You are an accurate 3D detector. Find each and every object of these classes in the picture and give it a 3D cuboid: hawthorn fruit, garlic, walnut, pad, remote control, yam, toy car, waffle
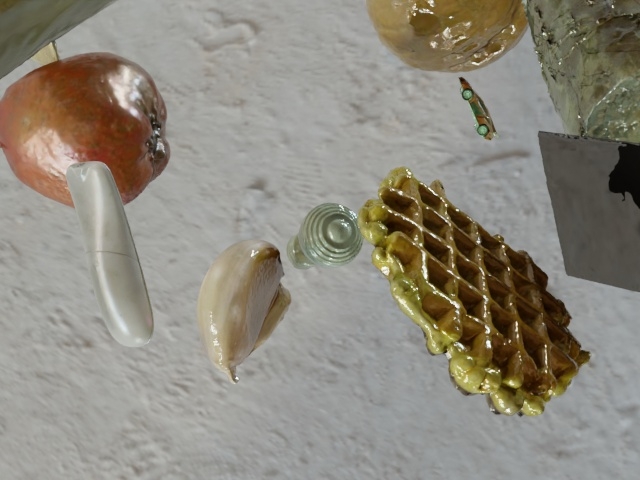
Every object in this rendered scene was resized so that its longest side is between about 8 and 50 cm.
[{"bbox_3d":[-0.334,-0.141,1.486,0.262,0.210,0.210,-1,96,8],"label":"hawthorn fruit"},{"bbox_3d":[-0.137,0.106,1.815,0.217,0.110,0.228,84,25,-49],"label":"garlic"},{"bbox_3d":[0.244,-0.453,1.998,0.333,0.333,0.332,-2,96,-27],"label":"walnut"},{"bbox_3d":[0.377,-0.018,1.257,0.005,0.300,0.202,-33,119,-32],"label":"pad"},{"bbox_3d":[-0.250,0.021,1.320,0.044,0.073,0.229,-30,112,-47],"label":"remote control"},{"bbox_3d":[0.402,-0.224,1.456,0.241,0.348,0.241,-8,138,-7],"label":"yam"},{"bbox_3d":[0.268,-0.228,1.951,0.035,0.059,0.122,-22,102,9],"label":"toy car"},{"bbox_3d":[0.163,0.050,1.189,0.301,0.058,0.281,47,29,-1],"label":"waffle"}]

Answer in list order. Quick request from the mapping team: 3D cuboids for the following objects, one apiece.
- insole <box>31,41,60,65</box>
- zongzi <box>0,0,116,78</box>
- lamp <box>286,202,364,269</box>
[{"bbox_3d":[-0.439,-0.302,1.555,0.011,0.248,0.081,-39,144,-31],"label":"insole"},{"bbox_3d":[-0.066,-0.137,0.504,0.447,0.181,0.418,6,92,-17],"label":"zongzi"},{"bbox_3d":[0.000,0.000,1.871,0.106,0.193,0.106,4,78,-21],"label":"lamp"}]
